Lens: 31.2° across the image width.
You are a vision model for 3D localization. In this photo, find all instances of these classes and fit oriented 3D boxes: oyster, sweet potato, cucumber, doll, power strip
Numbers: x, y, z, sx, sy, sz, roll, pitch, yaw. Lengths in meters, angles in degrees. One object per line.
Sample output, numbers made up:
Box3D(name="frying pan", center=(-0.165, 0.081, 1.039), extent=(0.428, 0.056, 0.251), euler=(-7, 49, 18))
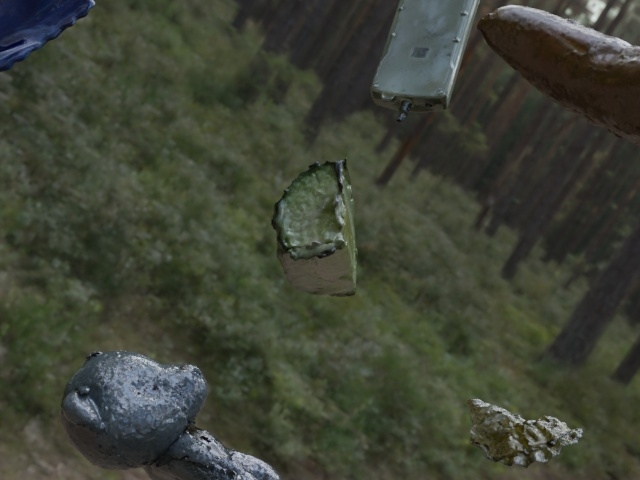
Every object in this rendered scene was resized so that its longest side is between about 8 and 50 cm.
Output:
Box3D(name="oyster", center=(0.226, 0.215, 1.269), extent=(0.121, 0.045, 0.146), euler=(1, 10, 5))
Box3D(name="sweet potato", center=(0.294, -0.133, 1.013), extent=(0.341, 0.092, 0.114), euler=(22, -36, 39))
Box3D(name="cucumber", center=(-0.002, -0.002, 1.585), extent=(0.105, 0.145, 0.325), euler=(-1, -16, 7))
Box3D(name="doll", center=(-0.160, 0.237, 1.416), extent=(0.340, 0.158, 0.246), euler=(28, 3, -16))
Box3D(name="power strip", center=(0.111, -0.209, 1.172), extent=(0.080, 0.227, 0.029), euler=(9, -29, 19))

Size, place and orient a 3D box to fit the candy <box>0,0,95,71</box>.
Box3D(name="candy", center=(-0.392, -0.277, 1.110), extent=(0.331, 0.187, 0.077), euler=(43, -17, 17))
